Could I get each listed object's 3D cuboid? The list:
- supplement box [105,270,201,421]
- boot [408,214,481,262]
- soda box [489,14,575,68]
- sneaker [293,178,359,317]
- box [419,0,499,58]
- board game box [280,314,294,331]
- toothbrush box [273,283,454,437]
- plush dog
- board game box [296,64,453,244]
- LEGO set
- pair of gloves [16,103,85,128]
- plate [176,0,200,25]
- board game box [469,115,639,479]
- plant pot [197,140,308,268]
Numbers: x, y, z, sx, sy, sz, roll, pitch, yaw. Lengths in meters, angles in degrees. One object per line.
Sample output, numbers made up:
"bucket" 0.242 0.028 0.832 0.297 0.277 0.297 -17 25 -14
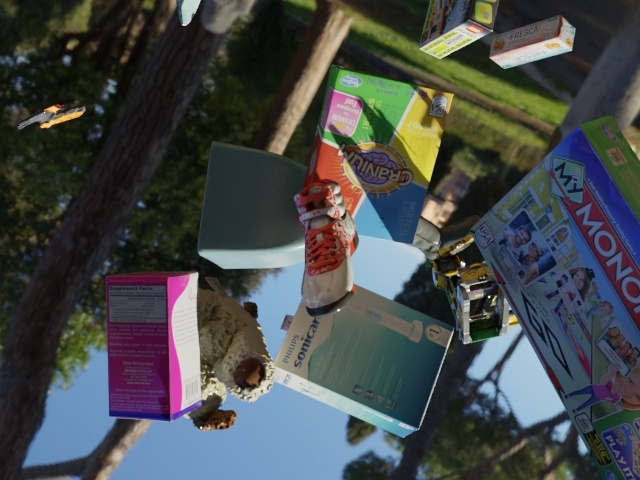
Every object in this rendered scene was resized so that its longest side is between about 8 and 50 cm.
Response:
"supplement box" -0.259 0.160 1.235 0.113 0.220 0.111 1 -179 15
"boot" 0.265 -0.039 1.932 0.208 0.189 0.076 36 -155 -26
"soda box" 0.467 -0.437 1.743 0.063 0.058 0.183 24 162 -36
"sneaker" -0.001 0.000 1.264 0.270 0.090 0.145 -75 -34 -60
"box" 0.187 -0.341 0.977 0.036 0.207 0.114 19 168 -22
"board game box" 0.008 0.243 1.984 0.193 0.045 0.147 24 172 -13
"toothbrush box" 0.077 0.218 1.524 0.295 0.216 0.126 23 157 0
"plush dog" -0.210 0.212 1.399 0.262 0.225 0.210 39 -167 6
"board game box" 0.104 -0.165 1.561 0.242 0.317 0.064 9 -163 -14
"LEGO set" 0.389 0.061 1.650 0.331 0.192 0.255 -6 -130 6
"pair of gloves" -0.356 -0.163 1.043 0.010 0.074 0.083 71 -161 -2
"plate" -0.255 -0.521 1.562 0.024 0.188 0.188 18 -171 -1
"board game box" 0.278 0.074 0.742 0.046 0.213 0.317 -17 -109 -25
"plant pot" -0.107 -0.064 1.752 0.252 0.248 0.247 5 171 8
